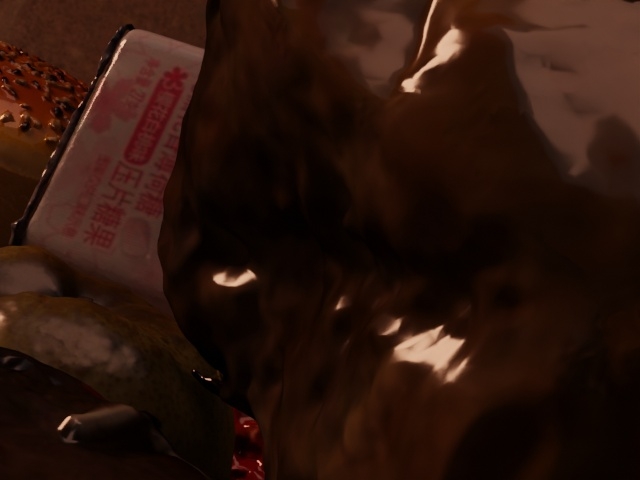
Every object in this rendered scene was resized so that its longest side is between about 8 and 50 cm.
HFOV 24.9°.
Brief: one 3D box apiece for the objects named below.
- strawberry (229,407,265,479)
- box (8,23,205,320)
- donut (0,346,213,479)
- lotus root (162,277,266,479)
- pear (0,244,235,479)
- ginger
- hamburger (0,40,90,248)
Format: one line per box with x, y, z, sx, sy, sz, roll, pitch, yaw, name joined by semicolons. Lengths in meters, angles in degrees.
-0.011;0.125;0.777;0.174;0.098;0.228;13;9;-43;strawberry
0.000;0.000;0.927;0.369;0.190;0.112;18;-21;10;box
-0.118;0.118;0.332;0.259;0.136;0.345;25;13;-9;donut
0.048;0.104;0.623;0.278;0.154;0.154;51;-5;-22;lotus root
-0.117;0.083;0.633;0.167;0.137;0.167;22;6;-2;pear
0.088;0.023;0.458;0.223;0.200;0.269;-2;54;-24;ginger
-0.298;-0.086;1.264;0.300;0.176;0.300;22;7;-3;hamburger
